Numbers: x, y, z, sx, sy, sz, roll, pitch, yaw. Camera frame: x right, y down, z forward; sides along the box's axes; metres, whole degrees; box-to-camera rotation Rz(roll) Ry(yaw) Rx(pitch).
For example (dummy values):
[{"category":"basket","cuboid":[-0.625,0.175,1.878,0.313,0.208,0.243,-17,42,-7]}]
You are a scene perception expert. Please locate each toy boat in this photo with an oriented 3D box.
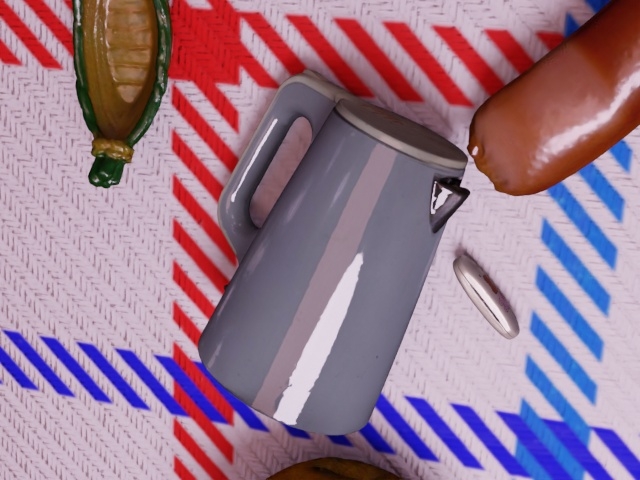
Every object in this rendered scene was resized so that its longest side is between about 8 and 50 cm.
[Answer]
[{"category":"toy boat","cuboid":[-0.171,-0.162,0.828,0.088,0.088,0.230,5,108,14]}]

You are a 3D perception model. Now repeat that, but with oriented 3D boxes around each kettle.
[{"category":"kettle","cuboid":[0.000,0.000,0.818,0.210,0.160,0.243,36,110,35]}]

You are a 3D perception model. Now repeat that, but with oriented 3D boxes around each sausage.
[{"category":"sausage","cuboid":[0.235,-0.143,0.722,0.300,0.083,0.089,-41,90,26]}]

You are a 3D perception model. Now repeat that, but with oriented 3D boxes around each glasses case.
[{"category":"glasses case","cuboid":[0.141,0.048,0.836,0.021,0.032,0.083,-36,94,20]}]

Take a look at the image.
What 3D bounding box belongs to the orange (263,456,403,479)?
[{"category":"orange","cuboid":[0.015,0.291,0.853,0.248,0.249,0.183,13,94,12]}]
